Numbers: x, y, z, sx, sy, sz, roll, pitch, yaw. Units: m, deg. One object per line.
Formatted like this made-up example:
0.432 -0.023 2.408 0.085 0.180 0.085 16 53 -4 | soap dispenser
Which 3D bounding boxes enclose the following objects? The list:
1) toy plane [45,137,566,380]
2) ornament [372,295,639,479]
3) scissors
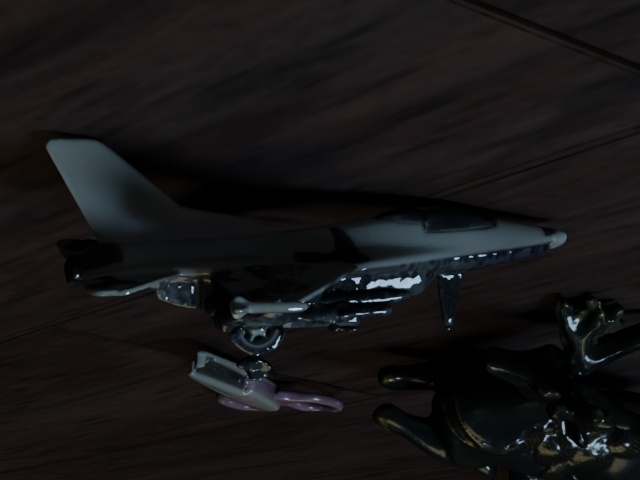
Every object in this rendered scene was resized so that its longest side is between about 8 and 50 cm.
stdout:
-0.008 0.015 0.726 0.234 0.082 0.160 10 -172 -19 | toy plane
0.168 0.093 0.949 0.202 0.080 0.236 15 160 -23 | ornament
-0.045 0.092 1.084 0.085 0.022 0.176 1 167 18 | scissors
